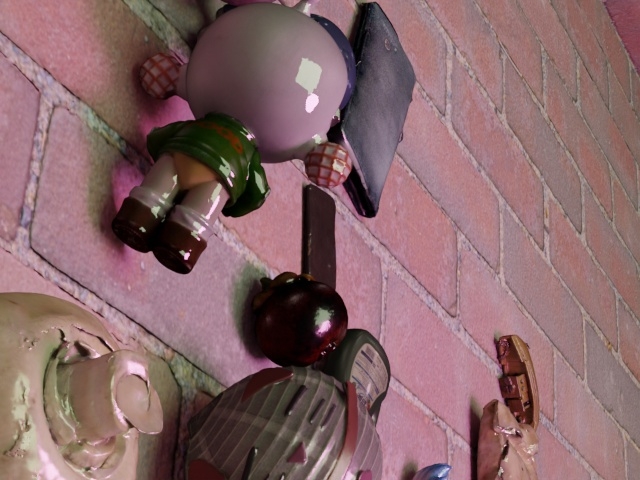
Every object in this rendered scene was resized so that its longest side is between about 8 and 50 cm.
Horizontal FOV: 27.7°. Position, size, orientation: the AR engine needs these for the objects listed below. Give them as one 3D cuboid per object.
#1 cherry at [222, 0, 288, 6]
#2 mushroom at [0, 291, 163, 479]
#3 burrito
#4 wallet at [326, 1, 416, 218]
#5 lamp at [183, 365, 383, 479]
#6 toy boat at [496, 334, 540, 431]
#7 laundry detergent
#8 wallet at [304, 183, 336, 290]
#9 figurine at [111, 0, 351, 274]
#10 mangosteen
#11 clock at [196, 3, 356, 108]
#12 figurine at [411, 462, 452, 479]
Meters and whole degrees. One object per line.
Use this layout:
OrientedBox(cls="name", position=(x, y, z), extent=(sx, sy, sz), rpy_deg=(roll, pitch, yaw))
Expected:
OrientedBox(cls="cherry", position=(-0.103, -0.409, 1.651), extent=(0.266, 0.184, 0.213), rpy_deg=(-104, 172, -49))
OrientedBox(cls="mushroom", position=(-0.239, 0.154, 1.137), extent=(0.246, 0.202, 0.246), rpy_deg=(53, 25, -39))
OrientedBox(cls="burrito", position=(0.337, 0.465, 2.314), extent=(0.175, 0.107, 0.347), rpy_deg=(21, 59, -43))
OrientedBox(cls="wallet", position=(0.087, -0.222, 2.124), extent=(0.190, 0.046, 0.379), rpy_deg=(61, 30, -35))
OrientedBox(cls="lamp", position=(-0.047, 0.260, 1.468), extent=(0.233, 0.233, 0.265), rpy_deg=(59, 43, -36))
OrientedBox(cls="toy boat", position=(0.385, 0.285, 2.527), extent=(0.072, 0.064, 0.206), rpy_deg=(-13, 92, -50))
OrientedBox(cls="laundry detergent", position=(0.041, 0.240, 1.816), extent=(0.221, 0.078, 0.144), rpy_deg=(-75, 148, -43))
OrientedBox(cls="wallet", position=(0.000, 0.000, 1.890), extent=(0.082, 0.018, 0.156), rpy_deg=(33, 51, -56))
OrientedBox(cls="figurine", position=(-0.099, -0.134, 1.493), extent=(0.370, 0.281, 0.167), rpy_deg=(-57, 171, -23))
OrientedBox(cls="mangosteen", position=(-0.034, 0.097, 1.690), extent=(0.140, 0.140, 0.140), rpy_deg=(35, 50, -56))
OrientedBox(cls="clock", position=(-0.052, -0.225, 1.738), extent=(0.243, 0.146, 0.199), rpy_deg=(-14, 89, -57))
OrientedBox(cls="figurine", position=(0.179, 0.393, 2.037), extent=(0.114, 0.079, 0.114), rpy_deg=(14, 90, -77))
